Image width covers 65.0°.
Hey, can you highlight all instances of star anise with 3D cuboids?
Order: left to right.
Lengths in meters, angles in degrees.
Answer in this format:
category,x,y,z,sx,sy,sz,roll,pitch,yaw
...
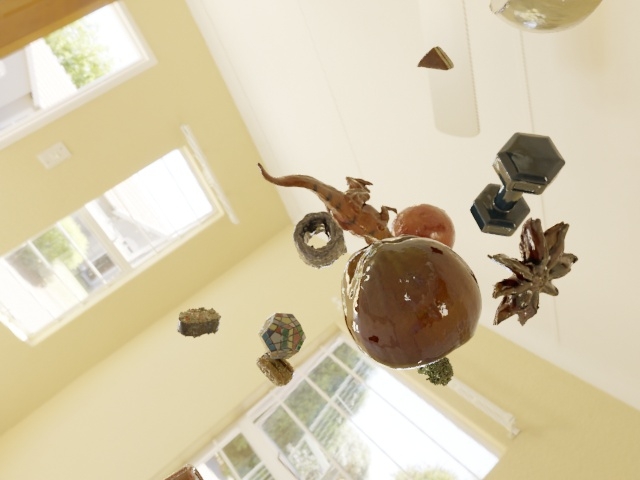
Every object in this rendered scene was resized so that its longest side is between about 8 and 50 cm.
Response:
category,x,y,z,sx,sy,sz,roll,pitch,yaw
star anise,0.458,0.077,1.105,0.088,0.288,0.288,33,-26,51

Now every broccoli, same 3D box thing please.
category,x,y,z,sx,sy,sz,roll,pitch,yaw
broccoli,0.287,0.323,1.257,0.092,0.097,0.095,-5,-83,48

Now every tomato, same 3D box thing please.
category,x,y,z,sx,sy,sz,roll,pitch,yaw
tomato,0.319,-0.009,1.572,0.208,0.208,0.185,99,-8,-66

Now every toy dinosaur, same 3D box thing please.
category,x,y,z,sx,sy,sz,roll,pitch,yaw
toy dinosaur,0.042,-0.079,1.061,0.432,0.097,0.208,24,24,-21

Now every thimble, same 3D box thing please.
category,x,y,z,sx,sy,sz,roll,pitch,yaw
thimble,-0.001,-0.002,1.408,0.150,0.150,0.098,42,-17,29

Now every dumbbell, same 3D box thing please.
category,x,y,z,sx,sy,sz,roll,pitch,yaw
dumbbell,0.493,-0.134,1.290,0.143,0.156,0.316,38,-17,17

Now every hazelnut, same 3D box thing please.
category,x,y,z,sx,sy,sz,roll,pitch,yaw
hazelnut,0.132,0.095,0.827,0.217,0.217,0.251,58,-22,-16

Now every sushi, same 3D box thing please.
category,x,y,z,sx,sy,sz,roll,pitch,yaw
sushi,-0.428,0.285,1.764,0.090,0.150,0.078,47,-51,46

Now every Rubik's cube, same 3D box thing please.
category,x,y,z,sx,sy,sz,roll,pitch,yaw
Rubik's cube,-0.089,0.222,1.164,0.093,0.111,0.111,37,-15,-13

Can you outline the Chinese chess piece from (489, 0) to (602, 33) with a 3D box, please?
category,x,y,z,sx,sy,sz,roll,pitch,yaw
Chinese chess piece,0.373,-0.499,0.768,0.140,0.338,0.338,10,-26,3

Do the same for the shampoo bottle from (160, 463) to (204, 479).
category,x,y,z,sx,sy,sz,roll,pitch,yaw
shampoo bottle,-0.280,0.424,0.729,0.085,0.244,0.085,60,-11,19

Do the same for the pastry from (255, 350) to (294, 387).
category,x,y,z,sx,sy,sz,roll,pitch,yaw
pastry,-0.112,0.318,1.254,0.097,0.057,0.109,39,-27,15

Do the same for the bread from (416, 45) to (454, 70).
category,x,y,z,sx,sy,sz,roll,pitch,yaw
bread,0.320,-0.510,1.404,0.109,0.043,0.062,19,-57,37
